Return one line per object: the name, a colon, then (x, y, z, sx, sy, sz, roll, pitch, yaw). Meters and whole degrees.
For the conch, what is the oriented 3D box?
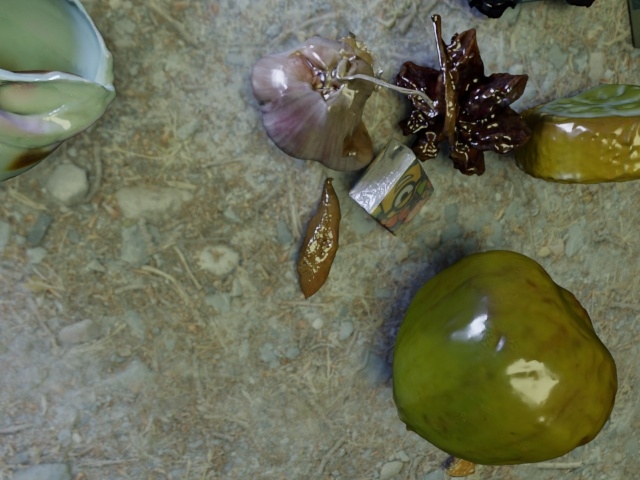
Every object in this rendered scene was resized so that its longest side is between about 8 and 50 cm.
conch: (-0.424, -0.182, 0.505, 0.368, 0.197, 0.249, 11, 91, -25)

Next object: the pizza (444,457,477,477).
pizza: (0.306, 0.473, 0.995, 0.083, 0.025, 0.078, 18, 105, -27)

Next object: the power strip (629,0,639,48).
power strip: (0.540, -0.476, 0.738, 0.043, 0.106, 0.367, -27, 111, -9)

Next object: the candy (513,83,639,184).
candy: (0.434, -0.167, 0.719, 0.260, 0.260, 0.118, -17, 111, -10)

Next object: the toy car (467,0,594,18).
toy car: (0.333, -0.447, 0.657, 0.314, 0.198, 0.165, -11, 75, -9)

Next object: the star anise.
star anise: (0.200, -0.190, 0.698, 0.220, 0.190, 0.126, 37, 60, 3)

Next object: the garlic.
garlic: (0.043, -0.209, 0.632, 0.207, 0.257, 0.207, 9, 78, -52)

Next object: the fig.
fig: (0.271, 0.196, 0.760, 0.344, 0.343, 0.343, -4, 107, -15)

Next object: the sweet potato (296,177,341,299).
sweet potato: (0.000, 0.000, 0.753, 0.068, 0.060, 0.205, 9, 94, -57)

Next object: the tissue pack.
tissue pack: (0.115, -0.077, 0.723, 0.108, 0.060, 0.148, -51, 153, 5)
